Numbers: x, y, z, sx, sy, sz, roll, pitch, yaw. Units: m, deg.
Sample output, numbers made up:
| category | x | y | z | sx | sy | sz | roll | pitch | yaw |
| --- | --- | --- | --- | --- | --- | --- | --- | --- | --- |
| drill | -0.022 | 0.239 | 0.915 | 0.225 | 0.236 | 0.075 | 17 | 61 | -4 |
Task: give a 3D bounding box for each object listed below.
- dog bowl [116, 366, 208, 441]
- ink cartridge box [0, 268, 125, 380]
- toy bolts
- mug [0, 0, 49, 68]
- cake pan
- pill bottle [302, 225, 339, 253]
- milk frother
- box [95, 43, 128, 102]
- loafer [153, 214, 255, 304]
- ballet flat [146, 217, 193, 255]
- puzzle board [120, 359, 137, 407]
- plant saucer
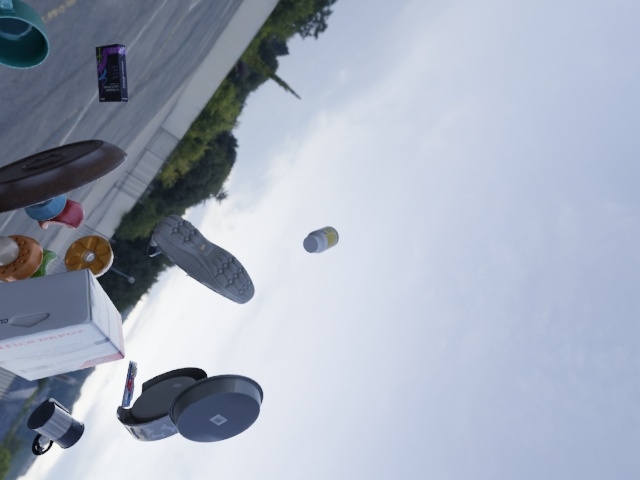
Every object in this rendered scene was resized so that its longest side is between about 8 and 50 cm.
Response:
| category | x | y | z | sx | sy | sz | roll | pitch | yaw |
| --- | --- | --- | --- | --- | --- | --- | --- | --- | --- |
| dog bowl | -0.593 | 0.631 | 1.651 | 0.349 | 0.102 | 0.348 | -12 | -165 | 3 |
| ink cartridge box | -0.525 | 0.175 | 0.847 | 0.272 | 0.197 | 0.114 | 112 | -36 | -60 |
| toy bolts | -0.581 | -0.024 | 0.916 | 0.158 | 0.219 | 0.228 | 94 | -11 | -67 |
| mug | -0.674 | -0.475 | 0.940 | 0.158 | 0.129 | 0.097 | -36 | -116 | 23 |
| cake pan | -0.317 | 0.532 | 1.325 | 0.293 | 0.293 | 0.054 | -49 | -143 | 17 |
| pill bottle | 0.000 | 0.000 | 1.171 | 0.065 | 0.065 | 0.116 | -42 | 171 | 29 |
| milk frother | -0.806 | 0.557 | 1.249 | 0.129 | 0.134 | 0.143 | 18 | -126 | 40 |
| box | -0.623 | -0.494 | 1.271 | 0.116 | 0.029 | 0.162 | 9 | -74 | 32 |
| loafer | -0.317 | 0.063 | 1.165 | 0.111 | 0.319 | 0.112 | -42 | -173 | 43 |
| ballet flat | -0.555 | -0.018 | 1.529 | 0.203 | 0.074 | 0.074 | -30 | -152 | 6 |
| puzzle board | -0.554 | 0.419 | 1.243 | 0.096 | 0.011 | 0.128 | 118 | -24 | -68 |
| plant saucer | -0.566 | -0.146 | 0.886 | 0.311 | 0.050 | 0.310 | -10 | -151 | 6 |
